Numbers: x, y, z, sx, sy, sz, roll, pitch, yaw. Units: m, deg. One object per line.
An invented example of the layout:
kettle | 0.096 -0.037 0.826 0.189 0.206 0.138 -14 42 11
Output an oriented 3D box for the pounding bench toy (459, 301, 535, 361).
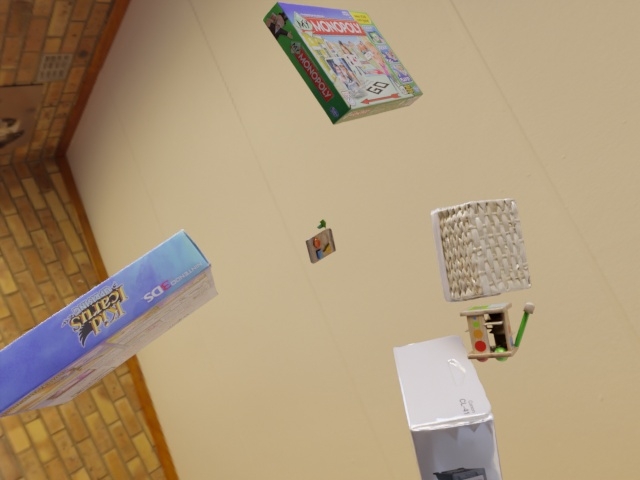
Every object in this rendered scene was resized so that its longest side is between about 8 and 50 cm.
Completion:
pounding bench toy | 0.221 0.111 0.598 0.083 0.052 0.065 -12 -95 31

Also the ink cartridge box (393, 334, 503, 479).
ink cartridge box | 0.224 0.356 0.857 0.131 0.226 0.306 -13 -69 6

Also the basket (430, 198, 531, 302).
basket | 0.269 0.015 0.834 0.103 0.113 0.167 151 -68 -70

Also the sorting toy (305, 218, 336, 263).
sorting toy | 0.000 0.000 0.987 0.012 0.062 0.083 27 -42 51

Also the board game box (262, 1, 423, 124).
board game box | 0.058 -0.332 0.919 0.046 0.317 0.213 -35 -92 38

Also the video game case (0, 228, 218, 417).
video game case | -0.264 0.111 0.646 0.061 0.270 0.244 52 -16 4
